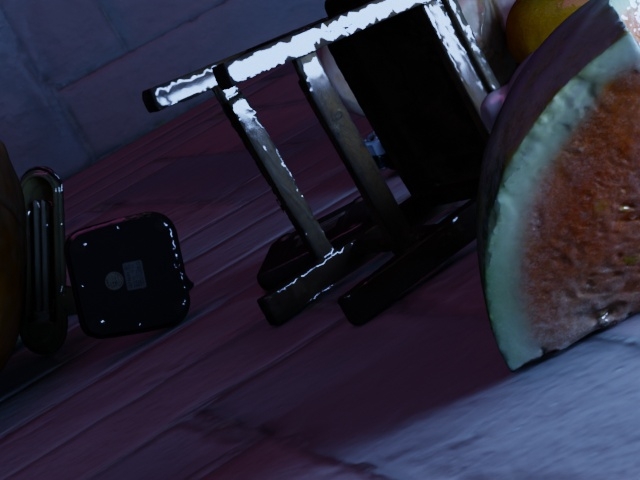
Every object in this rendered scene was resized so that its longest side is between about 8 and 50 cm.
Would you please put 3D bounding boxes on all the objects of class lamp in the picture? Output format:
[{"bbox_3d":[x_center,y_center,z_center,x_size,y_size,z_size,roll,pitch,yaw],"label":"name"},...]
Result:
[{"bbox_3d":[-0.235,0.006,1.951,0.124,0.203,0.283,-12,-1,-24],"label":"lamp"}]

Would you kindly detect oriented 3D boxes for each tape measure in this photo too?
[{"bbox_3d":[0.097,-0.109,2.020,0.094,0.054,0.091,-38,20,-33],"label":"tape measure"}]

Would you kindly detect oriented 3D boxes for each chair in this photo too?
[{"bbox_3d":[0.098,-0.133,1.617,0.416,0.241,0.203,-33,9,-24],"label":"chair"}]

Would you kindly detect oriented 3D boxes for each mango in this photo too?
[{"bbox_3d":[0.286,-0.223,1.934,0.138,0.113,0.253,-30,17,-33],"label":"mango"}]

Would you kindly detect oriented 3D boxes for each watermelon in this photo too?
[{"bbox_3d":[0.185,-0.047,1.174,0.176,0.260,0.256,1,45,43],"label":"watermelon"}]

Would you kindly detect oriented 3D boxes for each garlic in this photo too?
[{"bbox_3d":[0.140,-0.221,2.124,0.281,0.185,0.203,-24,52,-12],"label":"garlic"}]

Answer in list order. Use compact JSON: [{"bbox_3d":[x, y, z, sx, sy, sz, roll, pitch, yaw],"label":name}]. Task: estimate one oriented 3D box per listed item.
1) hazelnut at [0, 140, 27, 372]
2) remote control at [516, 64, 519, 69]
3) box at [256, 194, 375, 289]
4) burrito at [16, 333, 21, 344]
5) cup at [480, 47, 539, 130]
[{"bbox_3d":[-0.474,0.024,1.947,0.359,0.359,0.409,-33,11,-27],"label":"hazelnut"},{"bbox_3d":[0.276,-0.226,2.185,0.123,0.038,0.285,-32,13,-6],"label":"remote control"},{"bbox_3d":[0.000,0.000,1.814,0.126,0.027,0.125,-26,11,13],"label":"box"},{"bbox_3d":[-0.435,0.127,2.206,0.309,0.066,0.096,-25,11,2],"label":"burrito"},{"bbox_3d":[0.197,-0.087,1.375,0.142,0.134,0.173,-26,3,-12],"label":"cup"}]
